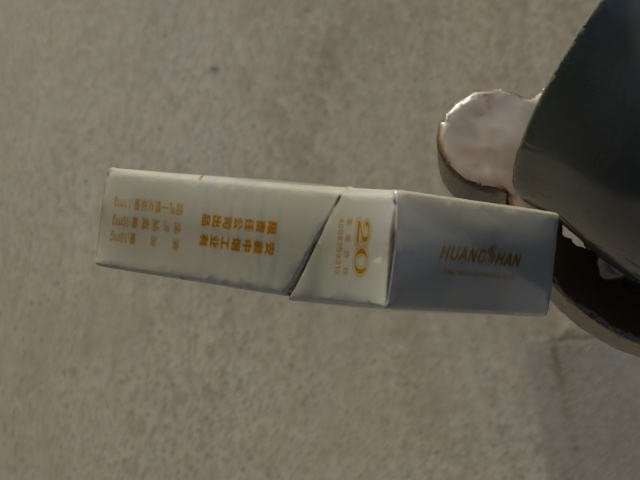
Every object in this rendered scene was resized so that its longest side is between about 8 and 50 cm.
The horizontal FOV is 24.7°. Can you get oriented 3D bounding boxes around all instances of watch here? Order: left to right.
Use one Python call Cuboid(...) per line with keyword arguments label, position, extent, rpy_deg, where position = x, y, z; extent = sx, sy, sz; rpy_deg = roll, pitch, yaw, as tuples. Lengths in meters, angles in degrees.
Cuboid(label="watch", position=(0.276, -0.103, 0.931), extent=(0.314, 0.327, 0.335), rpy_deg=(41, 63, 17))

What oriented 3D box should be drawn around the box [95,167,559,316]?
Cuboid(label="box", position=(0.001, 0.000, 0.848), extent=(0.149, 0.233, 0.067), rpy_deg=(2, 93, -47))
